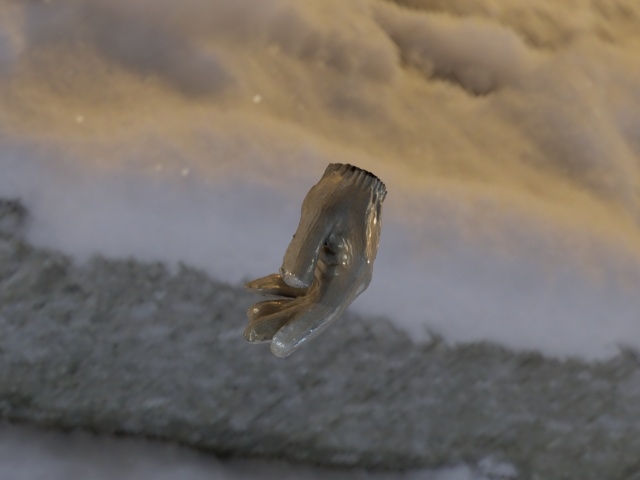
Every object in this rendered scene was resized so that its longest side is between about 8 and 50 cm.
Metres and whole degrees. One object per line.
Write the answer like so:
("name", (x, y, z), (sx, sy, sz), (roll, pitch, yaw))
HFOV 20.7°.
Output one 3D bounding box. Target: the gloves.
("gloves", (0.002, 0.001, 0.550), (0.037, 0.044, 0.081), (26, 70, 24))
